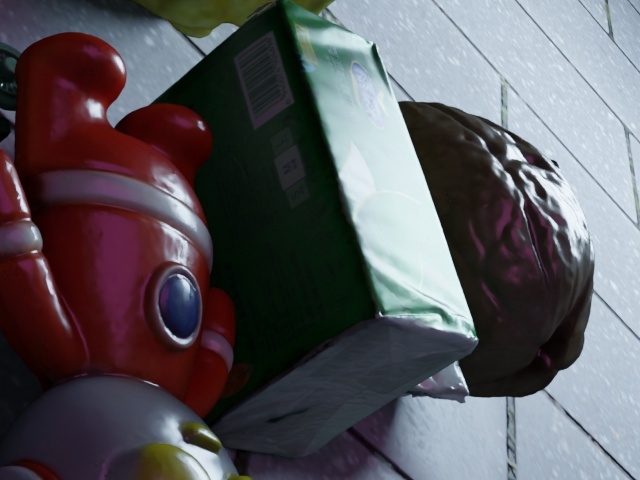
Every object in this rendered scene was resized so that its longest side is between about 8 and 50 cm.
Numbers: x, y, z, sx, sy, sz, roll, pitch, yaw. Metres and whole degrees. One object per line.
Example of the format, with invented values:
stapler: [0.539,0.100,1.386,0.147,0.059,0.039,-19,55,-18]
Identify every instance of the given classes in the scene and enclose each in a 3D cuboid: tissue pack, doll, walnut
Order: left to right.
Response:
doll: [-0.085,0.070,0.633,0.200,0.105,0.336,39,39,-52]
tissue pack: [0.000,0.002,0.827,0.156,0.148,0.209,19,44,-48]
walnut: [0.089,-0.003,0.973,0.178,0.178,0.230,22,31,-48]

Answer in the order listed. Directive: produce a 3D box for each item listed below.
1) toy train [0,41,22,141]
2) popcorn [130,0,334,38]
toy train: [-0.199,-0.109,0.716,0.099,0.070,0.172,14,49,-43]
popcorn: [-0.048,-0.226,0.918,0.256,0.255,0.195,-41,136,-49]
